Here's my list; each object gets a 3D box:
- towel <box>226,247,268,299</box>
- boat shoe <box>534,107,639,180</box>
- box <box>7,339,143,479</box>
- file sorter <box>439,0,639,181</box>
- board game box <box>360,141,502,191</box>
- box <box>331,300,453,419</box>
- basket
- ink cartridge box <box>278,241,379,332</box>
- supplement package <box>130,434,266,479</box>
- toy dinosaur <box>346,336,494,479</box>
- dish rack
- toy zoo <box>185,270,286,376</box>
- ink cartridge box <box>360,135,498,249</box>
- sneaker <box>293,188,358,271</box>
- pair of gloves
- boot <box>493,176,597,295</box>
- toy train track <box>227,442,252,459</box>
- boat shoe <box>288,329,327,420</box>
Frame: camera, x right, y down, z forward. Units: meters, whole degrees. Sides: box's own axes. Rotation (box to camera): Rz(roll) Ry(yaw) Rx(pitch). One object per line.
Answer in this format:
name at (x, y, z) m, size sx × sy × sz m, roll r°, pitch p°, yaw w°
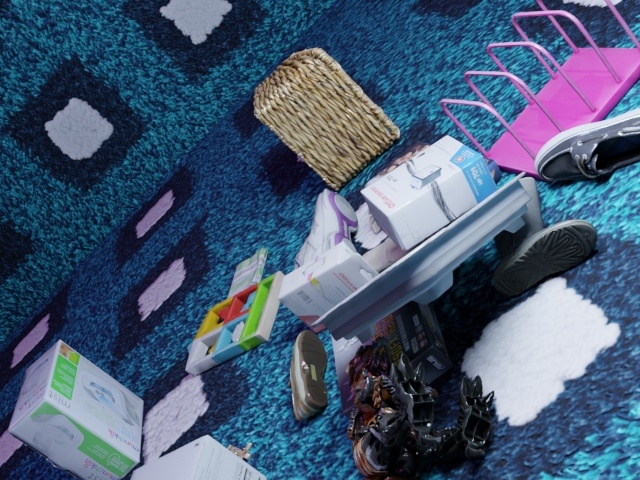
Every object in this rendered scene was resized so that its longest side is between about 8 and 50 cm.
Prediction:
towel at (-0.183, 0.088, 2.017) m, size 0.113 × 0.023 × 0.152 m, roll -33°, pitch 27°, yaw 27°
boat shoe at (0.435, -0.134, 1.279) m, size 0.228 × 0.080 × 0.076 m, roll -18°, pitch 35°, yaw 35°
box at (-0.536, 0.391, 1.839) m, size 0.126 × 0.262 × 0.231 m, roll -42°, pitch 23°, yaw 10°
file sorter at (0.385, -0.282, 1.450) m, size 0.291 × 0.182 × 0.202 m, roll -49°, pitch 23°, yaw -4°
board game box at (0.205, -0.111, 1.577) m, size 0.165 × 0.042 × 0.243 m, roll -39°, pitch 29°, yaw -15°
box at (0.109, 0.173, 1.359) m, size 0.183 × 0.056 × 0.231 m, roll -39°, pitch 25°, yaw 16°
basket at (0.017, -0.312, 1.964) m, size 0.223 × 0.299 × 0.213 m, roll -41°, pitch 23°, yaw 19°
ink cartridge box at (0.032, 0.082, 1.556) m, size 0.198 × 0.115 × 0.067 m, roll -31°, pitch 28°, yaw 30°
supplement package at (-0.228, 0.485, 1.327) m, size 0.204 × 0.145 × 0.262 m, roll -31°, pitch 28°, yaw 31°
toy dinosaur at (0.118, 0.271, 1.132) m, size 0.218 × 0.164 × 0.322 m, roll -47°, pitch 58°, yaw 37°
dish rack at (0.164, 0.037, 1.231) m, size 0.332 × 0.072 × 0.285 m, roll -33°, pitch -6°, yaw -40°
toy zoo at (-0.206, 0.197, 1.875) m, size 0.293 × 0.030 × 0.192 m, roll -28°, pitch 30°, yaw 35°
ink cartridge box at (0.184, -0.084, 1.422) m, size 0.190 × 0.082 × 0.139 m, roll -32°, pitch 28°, yaw -5°
sneaker at (0.000, 0.000, 1.734) m, size 0.152 × 0.114 × 0.305 m, roll -34°, pitch 27°, yaw 23°
pair of gloves at (0.161, -0.041, 1.624) m, size 0.204 × 0.042 × 0.240 m, roll -27°, pitch 31°, yaw 37°
boot at (0.337, -0.028, 1.288) m, size 0.189 × 0.076 × 0.209 m, roll -32°, pitch 22°, yaw 32°
toy train track at (-0.153, 0.386, 1.516) m, size 0.048 × 0.014 × 0.083 m, roll -56°, pitch 25°, yaw -20°
boat shoe at (-0.033, 0.241, 1.485) m, size 0.072 × 0.068 × 0.190 m, roll -48°, pitch 21°, yaw 27°
